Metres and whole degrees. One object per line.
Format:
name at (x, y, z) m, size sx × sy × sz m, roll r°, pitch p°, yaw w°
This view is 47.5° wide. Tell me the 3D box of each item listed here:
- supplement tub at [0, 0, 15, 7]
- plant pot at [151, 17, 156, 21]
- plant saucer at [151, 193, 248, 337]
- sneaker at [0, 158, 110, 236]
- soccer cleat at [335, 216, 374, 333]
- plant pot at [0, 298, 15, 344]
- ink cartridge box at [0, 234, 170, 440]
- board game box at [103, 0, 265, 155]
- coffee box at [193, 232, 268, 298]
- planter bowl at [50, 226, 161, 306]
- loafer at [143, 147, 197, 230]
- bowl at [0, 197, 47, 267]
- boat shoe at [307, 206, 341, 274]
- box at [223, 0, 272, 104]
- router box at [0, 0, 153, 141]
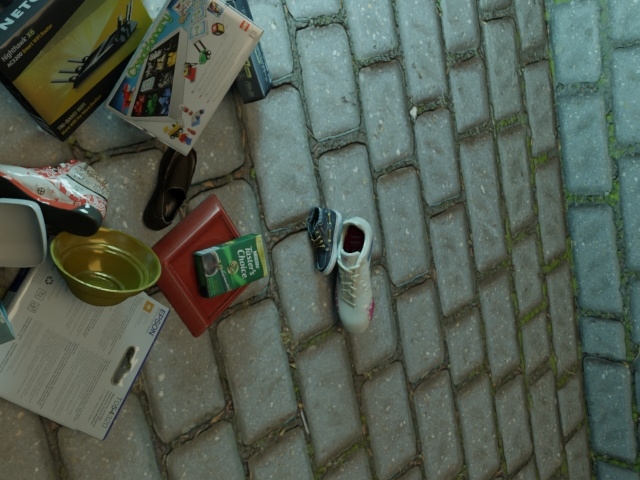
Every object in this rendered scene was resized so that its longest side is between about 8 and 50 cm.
supplement tub at (-0.558, -0.540, 1.391) m, size 0.106 × 0.106 × 0.198 m, roll 15°, pitch 83°, yaw -43°
plant pot at (-0.288, -0.400, 1.605) m, size 0.205 × 0.188 × 0.205 m, roll -5°, pitch 97°, yaw -43°
plant saucer at (-0.269, 0.063, 1.765) m, size 0.258 × 0.047 × 0.259 m, roll -47°, pitch 124°, yaw -30°
sneaker at (-0.556, -0.114, 1.455) m, size 0.270 × 0.090 × 0.145 m, roll 23°, pitch 39°, yaw -17°
soccer cleat at (0.085, 0.096, 2.043) m, size 0.143 × 0.116 × 0.331 m, roll 15°, pitch 75°, yaw -72°
plant pot at (-0.703, 0.088, 1.226) m, size 0.252 × 0.248 × 0.247 m, roll -28°, pitch 113°, yaw -22°
ink cartridge box at (-0.519, 0.208, 1.520) m, size 0.330 × 0.071 × 0.324 m, roll 42°, pitch 63°, yaw -39°
board game box at (-0.275, -0.351, 1.474) m, size 0.193 × 0.053 × 0.305 m, roll 31°, pitch 98°, yaw -22°
coffee box at (-0.214, 0.059, 1.755) m, size 0.184 × 0.040 × 0.113 m, roll -19°, pitch 106°, yaw -41°
planter bowl at (-0.436, 0.068, 1.455) m, size 0.217 × 0.217 × 0.090 m, roll -4°, pitch 128°, yaw -43°
loafer at (-0.328, -0.123, 1.668) m, size 0.080 × 0.078 × 0.220 m, roll 26°, pitch 76°, yaw -42°
bowl at (-0.593, -0.020, 1.392) m, size 0.053 × 0.142 × 0.142 m, roll -90°, pitch -177°, yaw -62°
boat shoe at (0.000, 0.000, 2.011) m, size 0.083 × 0.065 × 0.183 m, roll 15°, pitch 80°, yaw -38°
box at (-0.180, -0.455, 1.725) m, size 0.183 × 0.059 × 0.233 m, roll -80°, pitch 154°, yaw -68°
router box at (-0.477, -0.384, 1.409) m, size 0.309 × 0.081 × 0.243 m, roll -51°, pitch 149°, yaw -16°
